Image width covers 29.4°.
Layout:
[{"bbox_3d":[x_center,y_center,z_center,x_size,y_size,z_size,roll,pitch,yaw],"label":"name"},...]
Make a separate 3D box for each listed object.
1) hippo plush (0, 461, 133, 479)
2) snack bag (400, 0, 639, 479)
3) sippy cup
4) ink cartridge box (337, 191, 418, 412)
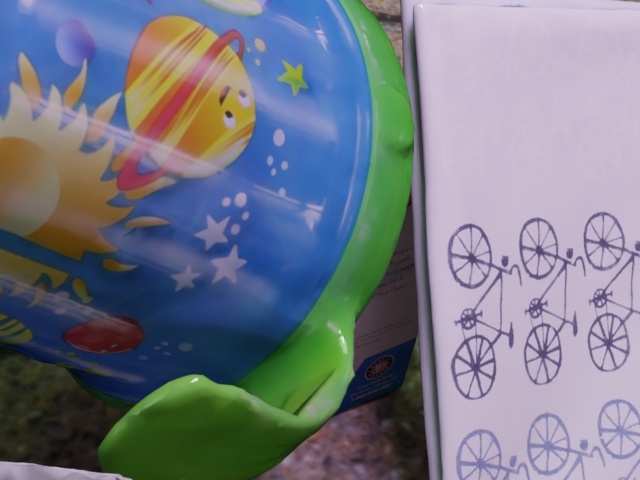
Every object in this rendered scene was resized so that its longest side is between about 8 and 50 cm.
[{"bbox_3d":[-0.208,0.172,0.459,0.294,0.234,0.236,0,48,50],"label":"hippo plush"},{"bbox_3d":[0.192,0.021,0.698,0.342,0.323,0.037,-4,1,-34],"label":"snack bag"},{"bbox_3d":[-0.113,-0.050,0.520,0.305,0.240,0.224,18,-1,37],"label":"sippy cup"},{"bbox_3d":[0.000,0.000,0.709,0.134,0.231,0.078,-16,44,-34],"label":"ink cartridge box"}]
